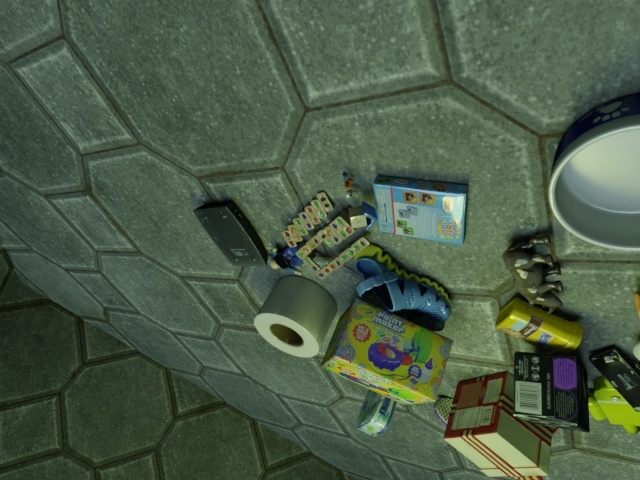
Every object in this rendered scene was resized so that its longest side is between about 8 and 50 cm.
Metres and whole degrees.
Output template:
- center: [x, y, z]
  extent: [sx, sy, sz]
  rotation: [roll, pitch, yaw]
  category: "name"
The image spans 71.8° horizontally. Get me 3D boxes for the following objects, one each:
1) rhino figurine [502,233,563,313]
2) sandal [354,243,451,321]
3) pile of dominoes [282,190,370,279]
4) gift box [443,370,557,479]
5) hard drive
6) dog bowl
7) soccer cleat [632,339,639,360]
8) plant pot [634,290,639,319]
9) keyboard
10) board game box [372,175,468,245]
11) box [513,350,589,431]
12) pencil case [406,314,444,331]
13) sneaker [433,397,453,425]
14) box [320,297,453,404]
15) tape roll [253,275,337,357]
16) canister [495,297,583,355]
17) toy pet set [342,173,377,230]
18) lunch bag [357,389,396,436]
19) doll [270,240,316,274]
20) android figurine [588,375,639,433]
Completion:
- center: [0.503, 0.091, 1.033]
  extent: [0.106, 0.073, 0.243]
  rotation: [-11, 128, 35]
  category: "rhino figurine"
- center: [0.216, 0.147, 1.233]
  extent: [0.317, 0.138, 0.126]
  rotation: [29, 140, -1]
  category: "sandal"
- center: [0.000, 0.000, 1.239]
  extent: [0.196, 0.040, 0.251]
  rotation: [44, 132, -5]
  category: "pile of dominoes"
- center: [0.591, 0.603, 1.406]
  extent: [0.258, 0.255, 0.276]
  rotation: [40, 145, -10]
  category: "gift box"
- center: [-0.282, -0.018, 1.434]
  extent: [0.172, 0.054, 0.255]
  rotation: [-2, 132, 35]
  category: "hard drive"
- center: [0.541, -0.110, 0.756]
  extent: [0.265, 0.104, 0.265]
  rotation: [18, 141, 15]
  category: "dog bowl"
- center: [0.879, 0.292, 0.956]
  extent: [0.331, 0.143, 0.116]
  rotation: [5, 136, 29]
  category: "soccer cleat"
- center: [0.770, 0.179, 0.877]
  extent: [0.188, 0.205, 0.205]
  rotation: [-19, 122, 26]
  category: "plant pot"
- center: [0.792, 0.349, 1.125]
  extent: [0.180, 0.023, 0.108]
  rotation: [50, 139, 9]
  category: "keyboard"
- center: [0.237, -0.071, 1.051]
  extent: [0.211, 0.039, 0.160]
  rotation: [11, 139, 25]
  category: "board game box"
- center: [0.611, 0.400, 1.162]
  extent: [0.143, 0.165, 0.270]
  rotation: [-4, 155, 36]
  category: "box"
- center: [0.304, 0.264, 1.357]
  extent: [0.064, 0.070, 0.151]
  rotation: [49, 138, -6]
  category: "pencil case"
- center: [0.540, 0.709, 1.679]
  extent: [0.293, 0.102, 0.146]
  rotation: [30, 143, 0]
  category: "sneaker"
- center: [0.178, 0.331, 1.288]
  extent: [0.290, 0.177, 0.279]
  rotation: [24, 157, 2]
  category: "box"
- center: [-0.083, 0.264, 1.529]
  extent: [0.246, 0.169, 0.246]
  rotation: [19, 141, 16]
  category: "tape roll"
- center: [0.556, 0.223, 1.140]
  extent: [0.170, 0.073, 0.126]
  rotation: [25, 152, 10]
  category: "canister"
- center: [0.099, -0.090, 1.090]
  extent: [0.065, 0.114, 0.122]
  rotation: [-10, 135, 4]
  category: "toy pet set"
- center: [0.229, 0.629, 1.695]
  extent: [0.090, 0.219, 0.176]
  rotation: [29, 142, 0]
  category: "lunch bag"
- center: [-0.099, 0.061, 1.411]
  extent: [0.189, 0.046, 0.129]
  rotation: [-20, 120, 44]
  category: "doll"
- center: [0.868, 0.453, 1.219]
  extent: [0.248, 0.056, 0.273]
  rotation: [-13, 127, 42]
  category: "android figurine"
